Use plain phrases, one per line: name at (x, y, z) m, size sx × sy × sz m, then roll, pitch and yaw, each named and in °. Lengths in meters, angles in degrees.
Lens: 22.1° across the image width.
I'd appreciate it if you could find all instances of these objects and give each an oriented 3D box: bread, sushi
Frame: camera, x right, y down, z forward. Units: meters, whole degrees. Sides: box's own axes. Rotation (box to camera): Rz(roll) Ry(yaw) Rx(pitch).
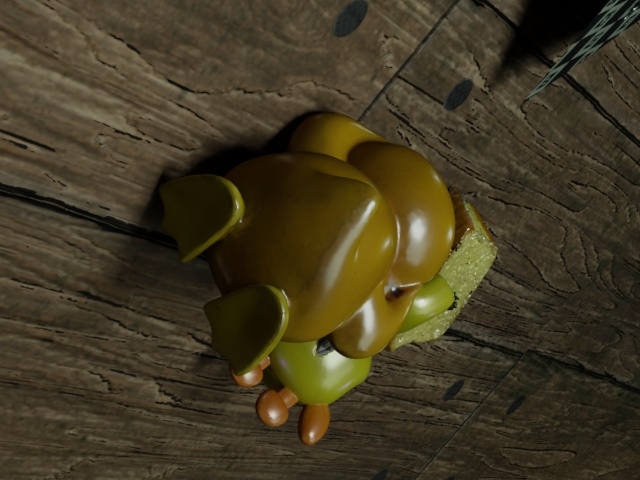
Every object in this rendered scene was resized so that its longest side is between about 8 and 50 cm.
bread at (0.117, 0.034, 1.692) m, size 0.103 × 0.065 × 0.187 m, roll 7°, pitch 122°, yaw -53°
sushi at (0.297, -0.250, 1.541) m, size 0.279 × 0.043 × 0.192 m, roll -35°, pitch 170°, yaw -37°

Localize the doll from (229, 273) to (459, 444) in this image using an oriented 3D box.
doll at (0.013, 0.091, 1.536) m, size 0.221 × 0.143 × 0.135 m, roll -33°, pitch -174°, yaw -28°

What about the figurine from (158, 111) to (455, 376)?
figurine at (0.001, -0.001, 1.318) m, size 0.215 × 0.215 × 0.228 m, roll -51°, pitch 168°, yaw 10°
